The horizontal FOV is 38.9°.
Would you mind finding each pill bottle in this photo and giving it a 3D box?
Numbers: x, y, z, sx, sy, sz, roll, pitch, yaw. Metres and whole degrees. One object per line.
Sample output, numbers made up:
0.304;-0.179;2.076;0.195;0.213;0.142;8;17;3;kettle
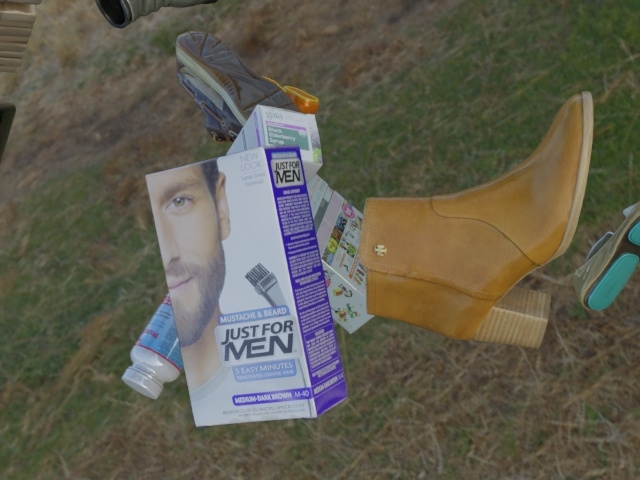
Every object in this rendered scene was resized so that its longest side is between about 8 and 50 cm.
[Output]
-0.248;0.168;1.451;0.087;0.087;0.160;6;57;43;pill bottle

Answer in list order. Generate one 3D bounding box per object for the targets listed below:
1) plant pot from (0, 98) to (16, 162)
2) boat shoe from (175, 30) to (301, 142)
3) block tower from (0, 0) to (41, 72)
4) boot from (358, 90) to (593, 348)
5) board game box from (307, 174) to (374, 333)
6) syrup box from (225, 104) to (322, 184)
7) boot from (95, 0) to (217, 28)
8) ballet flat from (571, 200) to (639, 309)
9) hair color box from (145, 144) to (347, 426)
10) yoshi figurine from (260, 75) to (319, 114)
-0.533;-0.123;1.214;0.167;0.188;0.187;-152;79;-75;plant pot
-0.151;-0.234;1.637;0.342;0.123;0.123;44;44;20;boat shoe
-0.281;-0.240;0.760;0.335;0.097;0.091;-24;69;60;block tower
0.150;-0.026;0.930;0.211;0.295;0.104;13;26;10;boot
0.000;0.000;1.753;0.097;0.303;0.224;-41;15;33;board game box
-0.092;-0.097;1.389;0.237;0.093;0.096;-47;44;50;syrup box
-0.206;-0.369;1.010;0.161;0.246;0.083;-24;9;-41;boot
0.429;-0.004;1.263;0.232;0.080;0.073;-54;32;26;ballet flat
-0.095;0.060;1.172;0.185;0.110;0.338;-11;90;27;hair color box
-0.129;-0.166;2.028;0.362;0.204;0.203;-65;-3;17;yoshi figurine
